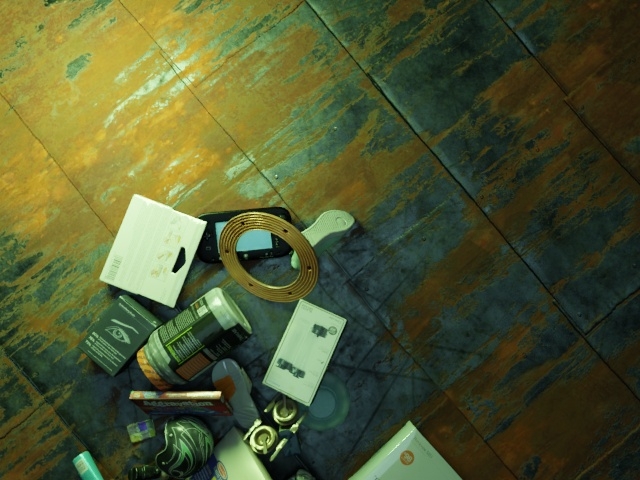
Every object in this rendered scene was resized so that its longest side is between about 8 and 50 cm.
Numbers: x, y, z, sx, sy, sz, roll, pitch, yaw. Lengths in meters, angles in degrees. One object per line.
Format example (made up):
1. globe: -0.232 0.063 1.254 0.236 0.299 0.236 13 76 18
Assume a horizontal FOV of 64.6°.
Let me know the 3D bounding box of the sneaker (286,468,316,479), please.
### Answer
1. sneaker: -0.017 0.839 1.609 0.235 0.090 0.095 45 98 4

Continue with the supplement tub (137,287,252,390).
1. supplement tub: -0.388 0.307 1.562 0.316 0.193 0.194 -35 89 -5

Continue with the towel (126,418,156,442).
1. towel: -0.574 0.612 1.625 0.083 0.009 0.060 -15 86 -3

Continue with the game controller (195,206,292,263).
1. game controller: -0.249 -0.017 1.653 0.319 0.067 0.167 -5 87 -2

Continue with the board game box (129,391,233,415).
1. board game box: -0.423 0.502 1.555 0.281 0.145 0.027 -2 51 7

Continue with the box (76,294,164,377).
1. box: -0.623 0.296 1.593 0.153 0.108 0.207 41 85 1

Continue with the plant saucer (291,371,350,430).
1. plant saucer: 0.003 0.525 1.645 0.194 0.037 0.195 0 86 -4

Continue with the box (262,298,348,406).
1. box: -0.046 0.353 1.609 0.169 0.087 0.290 22 82 9

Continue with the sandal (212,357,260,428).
1. sandal: -0.264 0.482 1.623 0.101 0.076 0.265 -16 108 10

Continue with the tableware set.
1. tableware set: -0.142 0.567 1.567 0.128 0.039 0.194 25 55 28

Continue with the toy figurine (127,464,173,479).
1. toy figurine: -0.499 0.799 1.520 0.213 0.148 0.210 22 90 44

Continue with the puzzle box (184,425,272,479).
1. puzzle box: -0.248 0.780 1.469 0.272 0.409 0.052 -47 131 -4

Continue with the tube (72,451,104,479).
1. tube: -0.691 0.751 1.554 0.207 0.052 0.080 48 116 21

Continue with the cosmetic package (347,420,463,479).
1. cosmetic package: 0.317 0.821 1.614 0.284 0.097 0.377 -42 89 -7

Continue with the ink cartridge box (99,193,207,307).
1. ink cartridge box: -0.528 0.035 1.627 0.261 0.066 0.296 21 86 4

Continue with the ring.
1. ring: -0.160 0.053 1.573 0.336 0.032 0.337 12 127 16

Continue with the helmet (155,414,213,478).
1. helmet: -0.412 0.625 1.557 0.169 0.169 0.162 30 100 -1

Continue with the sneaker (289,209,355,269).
1. sneaker: -0.001 0.000 1.659 0.256 0.151 0.094 -31 68 -36

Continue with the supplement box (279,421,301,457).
1. supplement box: -0.096 0.631 1.609 0.056 0.083 0.083 -12 87 -3
